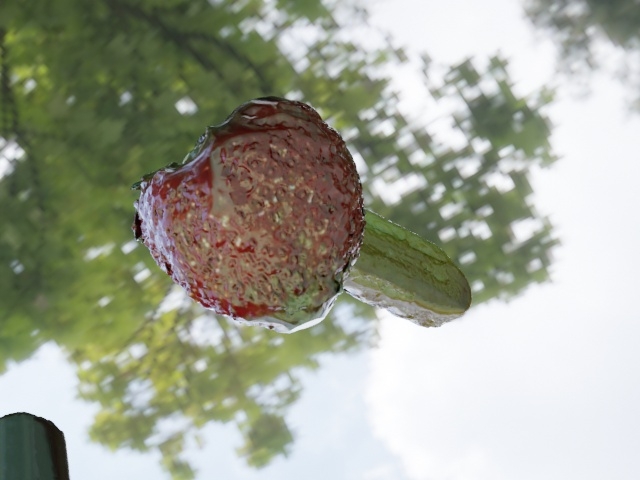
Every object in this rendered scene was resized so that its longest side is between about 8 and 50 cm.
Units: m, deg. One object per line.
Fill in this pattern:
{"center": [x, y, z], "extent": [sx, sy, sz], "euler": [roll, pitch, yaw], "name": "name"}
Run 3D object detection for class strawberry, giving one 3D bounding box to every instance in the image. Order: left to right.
{"center": [-0.023, -0.008, 0.842], "extent": [0.106, 0.106, 0.106], "euler": [11, -113, -28], "name": "strawberry"}

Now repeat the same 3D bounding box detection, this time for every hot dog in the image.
{"center": [0.000, 0.000, 1.183], "extent": [0.215, 0.047, 0.066], "euler": [23, -138, -35], "name": "hot dog"}

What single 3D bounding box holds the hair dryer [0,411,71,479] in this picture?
{"center": [-0.264, 0.248, 1.004], "extent": [0.340, 0.123, 0.313], "euler": [-5, -123, -12], "name": "hair dryer"}
